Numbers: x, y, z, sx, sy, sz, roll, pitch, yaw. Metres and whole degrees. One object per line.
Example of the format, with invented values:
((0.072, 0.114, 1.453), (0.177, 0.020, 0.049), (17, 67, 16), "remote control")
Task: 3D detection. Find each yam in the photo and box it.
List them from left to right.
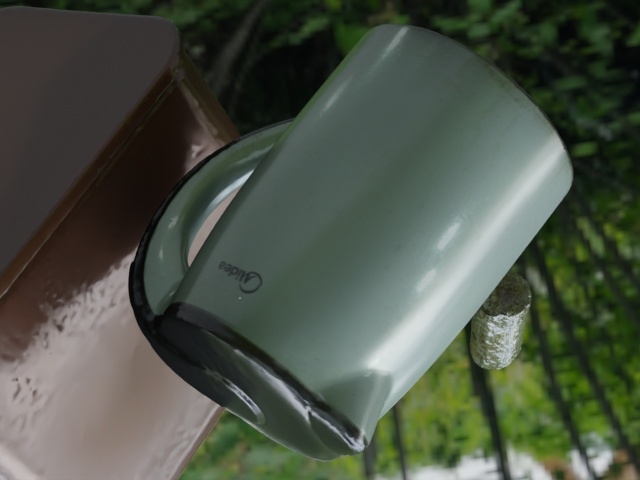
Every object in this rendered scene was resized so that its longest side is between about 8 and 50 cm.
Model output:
((0.137, 0.061, 1.278), (0.043, 0.043, 0.094), (-8, 149, -3), "yam")

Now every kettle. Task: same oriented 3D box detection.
((0.000, 0.000, 1.016), (0.221, 0.236, 0.161), (25, 158, 33), "kettle")

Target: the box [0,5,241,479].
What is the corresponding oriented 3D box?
((-0.196, 0.039, 1.149), (0.239, 0.339, 0.229), (9, 146, 43), "box")
